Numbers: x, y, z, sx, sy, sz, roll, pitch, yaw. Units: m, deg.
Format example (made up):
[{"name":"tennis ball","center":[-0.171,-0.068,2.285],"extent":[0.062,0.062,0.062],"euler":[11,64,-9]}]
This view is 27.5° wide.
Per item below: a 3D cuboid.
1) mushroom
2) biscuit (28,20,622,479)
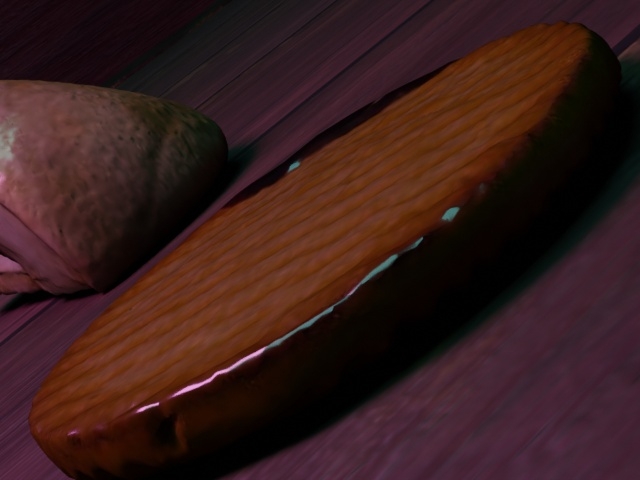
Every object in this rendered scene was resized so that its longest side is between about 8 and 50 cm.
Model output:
[{"name":"mushroom","center":[-0.219,-0.071,1.078],"extent":[0.217,0.212,0.292],"euler":[-52,13,-27]},{"name":"biscuit","center":[0.000,0.000,0.610],"extent":[0.318,0.040,0.318],"euler":[-34,13,9]}]
